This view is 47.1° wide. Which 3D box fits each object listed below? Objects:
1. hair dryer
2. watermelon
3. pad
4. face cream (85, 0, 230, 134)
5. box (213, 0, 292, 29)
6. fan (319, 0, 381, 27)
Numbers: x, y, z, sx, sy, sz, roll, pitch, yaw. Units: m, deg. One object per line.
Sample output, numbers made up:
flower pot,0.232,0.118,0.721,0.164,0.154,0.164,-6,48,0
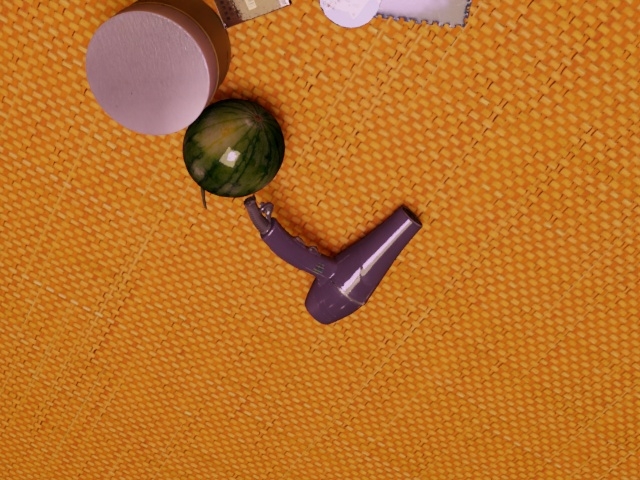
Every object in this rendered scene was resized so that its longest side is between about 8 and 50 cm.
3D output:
hair dryer,0.000,0.000,1.466,0.361,0.121,0.301,31,112,-32
watermelon,-0.170,-0.168,1.392,0.188,0.188,0.214,37,135,-14
pad,0.145,-0.510,1.256,0.269,0.012,0.269,7,121,3
face cream,-0.283,-0.322,1.317,0.218,0.179,0.218,3,120,5
box,-0.128,-0.445,1.319,0.133,0.023,0.090,-16,118,15
fan,0.060,-0.459,1.284,0.113,0.005,0.175,16,121,-2
